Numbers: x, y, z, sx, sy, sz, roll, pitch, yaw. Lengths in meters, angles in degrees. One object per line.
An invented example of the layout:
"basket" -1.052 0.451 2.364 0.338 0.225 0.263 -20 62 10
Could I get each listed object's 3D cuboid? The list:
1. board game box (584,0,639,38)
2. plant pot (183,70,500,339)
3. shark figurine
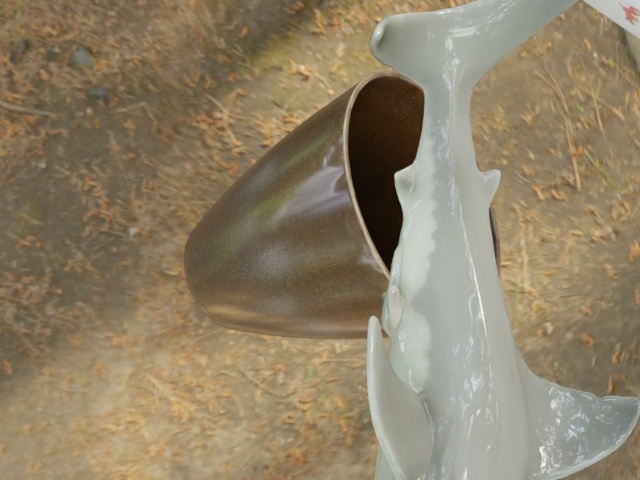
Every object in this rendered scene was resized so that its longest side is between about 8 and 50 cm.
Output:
"board game box" 0.337 -0.234 0.803 0.305 0.053 0.193 31 83 -10
"plant pot" 0.000 0.000 0.847 0.230 0.215 0.215 -21 81 35
"shark figurine" 0.075 0.039 0.400 0.116 0.166 0.278 4 85 7
